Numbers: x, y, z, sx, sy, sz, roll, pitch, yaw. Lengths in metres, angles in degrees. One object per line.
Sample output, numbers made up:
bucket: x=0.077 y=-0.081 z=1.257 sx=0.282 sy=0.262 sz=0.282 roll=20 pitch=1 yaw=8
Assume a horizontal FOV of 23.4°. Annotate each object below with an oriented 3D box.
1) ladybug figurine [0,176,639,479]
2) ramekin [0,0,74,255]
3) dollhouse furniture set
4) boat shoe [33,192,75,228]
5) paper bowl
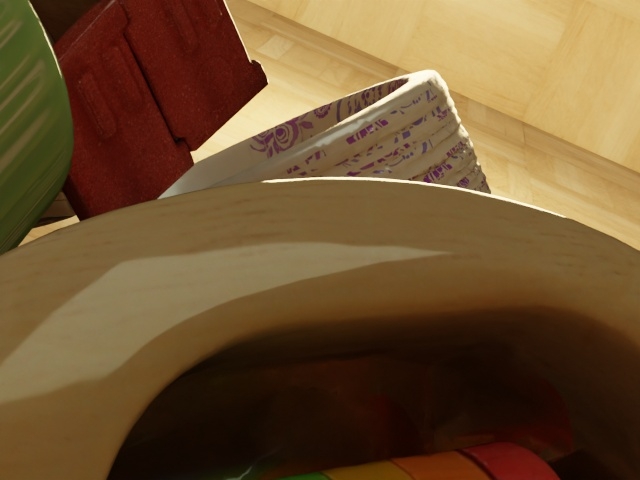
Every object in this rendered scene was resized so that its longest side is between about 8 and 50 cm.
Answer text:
ladybug figurine: x=-0.002 y=0.136 z=0.554 sx=0.449 sy=0.305 sz=0.162 roll=0 pitch=-19 yaw=-29
ramekin: x=-0.264 y=-0.074 z=0.736 sx=0.303 sy=0.303 sz=0.148 roll=28 pitch=58 yaw=18
dollhouse furniture set: x=-0.197 y=-0.191 z=0.811 sx=0.201 sy=0.374 sz=0.152 roll=14 pitch=51 yaw=36
boat shoe: x=-0.264 y=-0.044 z=1.025 sx=0.285 sy=0.102 sz=0.092 roll=-3 pitch=-14 yaw=-6
paper bowl: x=-0.028 y=0.014 z=0.971 sx=0.284 sy=0.284 sz=0.148 roll=-54 pitch=121 yaw=-75
